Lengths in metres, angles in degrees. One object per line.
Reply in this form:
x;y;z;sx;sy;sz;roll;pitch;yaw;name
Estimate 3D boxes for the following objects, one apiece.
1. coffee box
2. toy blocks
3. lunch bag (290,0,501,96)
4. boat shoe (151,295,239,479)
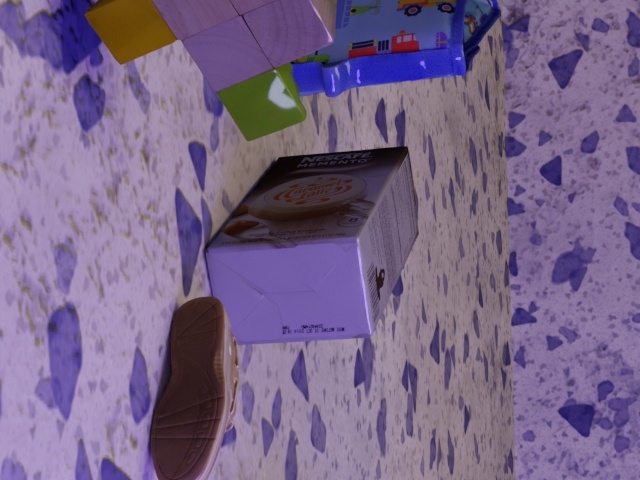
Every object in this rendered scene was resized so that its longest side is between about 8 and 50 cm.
0.000;0.000;1.381;0.246;0.141;0.098;-60;143;-65;coffee box
-0.092;-0.300;1.044;0.381;0.190;0.261;57;22;-34;toy blocks
0.043;-0.216;1.421;0.293;0.221;0.138;-67;150;-57;lunch bag
-0.091;0.127;1.173;0.059;0.063;0.170;59;31;-48;boat shoe
